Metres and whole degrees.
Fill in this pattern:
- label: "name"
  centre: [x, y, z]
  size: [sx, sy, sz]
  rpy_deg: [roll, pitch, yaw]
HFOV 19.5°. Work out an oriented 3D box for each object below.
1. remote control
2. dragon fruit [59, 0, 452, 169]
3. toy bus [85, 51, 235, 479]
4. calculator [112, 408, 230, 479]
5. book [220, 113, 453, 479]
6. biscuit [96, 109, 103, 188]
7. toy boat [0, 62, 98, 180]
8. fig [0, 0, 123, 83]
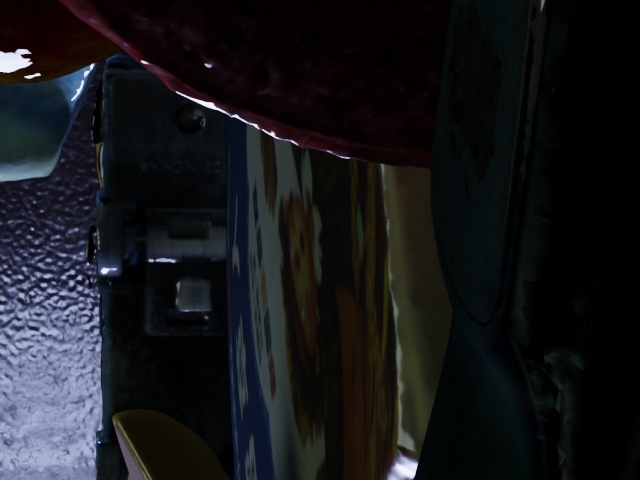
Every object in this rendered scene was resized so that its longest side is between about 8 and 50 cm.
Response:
- label: "remote control"
  centre: [0.045, -0.001, 0.358]
  size: [0.072, 0.042, 0.222]
  rpy_deg: [-105, 16, -52]
- label: "dragon fruit"
  centre: [-0.004, -0.146, 0.382]
  size: [0.163, 0.189, 0.261]
  rpy_deg: [46, 144, 30]
- label: "toy bus"
  centre: [-0.077, 0.044, 1.033]
  size: [0.131, 0.106, 0.297]
  rpy_deg: [-110, 22, -72]
- label: "calculator"
  centre: [-0.016, 0.177, 0.673]
  size: [0.236, 0.033, 0.157]
  rpy_deg: [63, 163, 17]
- label: "book"
  centre: [0.000, 0.000, 0.693]
  size: [0.428, 0.039, 0.300]
  rpy_deg: [107, 160, -66]
- label: "biscuit"
  centre: [-0.109, -0.065, 1.275]
  size: [0.274, 0.091, 0.213]
  rpy_deg: [117, 149, -78]
- label: "toy boat"
  centre: [-0.155, -0.198, 1.109]
  size: [0.215, 0.123, 0.330]
  rpy_deg: [122, 167, -54]
- label: "fig"
  centre: [-0.088, -0.163, 0.628]
  size: [0.290, 0.191, 0.190]
  rpy_deg: [-67, -19, -64]
